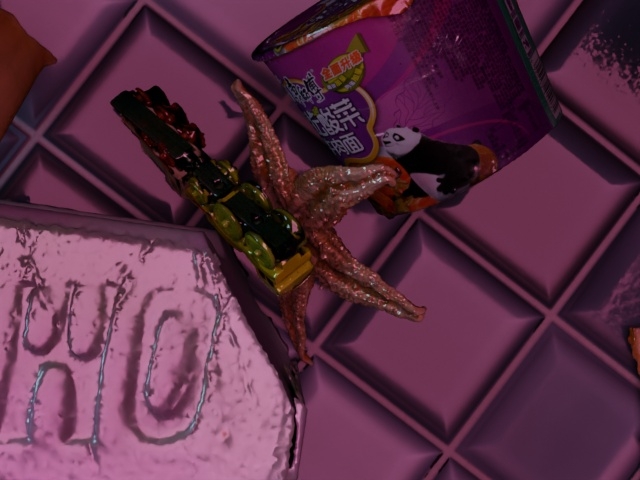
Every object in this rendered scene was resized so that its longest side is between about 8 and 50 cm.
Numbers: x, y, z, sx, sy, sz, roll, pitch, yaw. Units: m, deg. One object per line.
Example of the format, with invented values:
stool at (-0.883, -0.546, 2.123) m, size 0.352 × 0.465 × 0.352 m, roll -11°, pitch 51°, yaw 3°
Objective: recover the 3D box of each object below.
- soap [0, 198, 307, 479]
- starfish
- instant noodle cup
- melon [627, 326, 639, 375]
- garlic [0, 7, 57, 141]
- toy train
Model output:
soap at (-0.234, 0.101, 1.462) m, size 0.446 × 0.156 × 0.261 m, roll 9°, pitch 90°, yaw -7°
starfish at (-0.003, 0.002, 1.457) m, size 0.048 × 0.231 × 0.295 m, roll -30°, pitch 123°, yaw -39°
instant noodle cup at (0.091, -0.150, 1.459) m, size 0.251 × 0.251 × 0.190 m, roll -32°, pitch 102°, yaw -5°
melon at (0.357, 0.171, 1.580) m, size 0.098 × 0.054 × 0.182 m, roll -6°, pitch 91°, yaw 0°
garlic at (-0.331, -0.055, 1.317) m, size 0.196 × 0.151 × 0.338 m, roll 12°, pitch 63°, yaw -14°
toy train at (-0.101, -0.053, 1.460) m, size 0.053 × 0.085 × 0.250 m, roll -35°, pitch 59°, yaw -18°
